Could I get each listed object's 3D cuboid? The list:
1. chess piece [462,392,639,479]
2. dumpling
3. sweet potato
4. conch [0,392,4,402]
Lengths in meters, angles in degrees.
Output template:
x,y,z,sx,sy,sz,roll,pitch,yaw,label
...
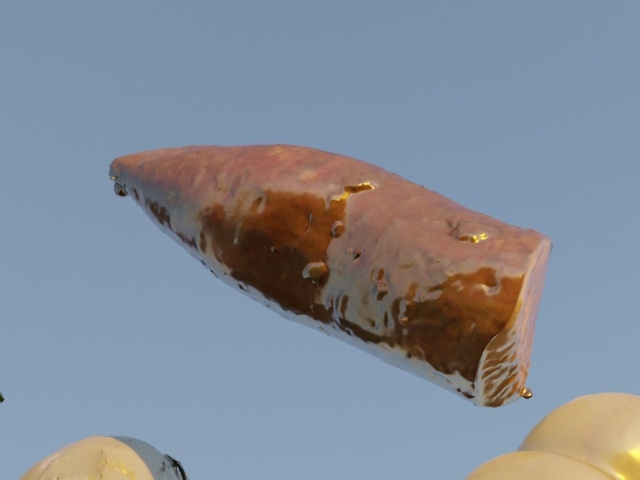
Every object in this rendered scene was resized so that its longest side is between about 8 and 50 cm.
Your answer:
x,y,z,sx,sy,sz,roll,pitch,yaw,label
0.097,0.175,0.647,0.300,0.167,0.167,-32,-41,-46,chess piece
-0.184,0.214,0.941,0.172,0.247,0.142,-10,-95,13,dumpling
0.000,-0.002,0.886,0.131,0.337,0.131,-37,-40,-40,sweet potato
-0.342,0.084,1.067,0.079,0.095,0.201,-38,-67,9,conch
